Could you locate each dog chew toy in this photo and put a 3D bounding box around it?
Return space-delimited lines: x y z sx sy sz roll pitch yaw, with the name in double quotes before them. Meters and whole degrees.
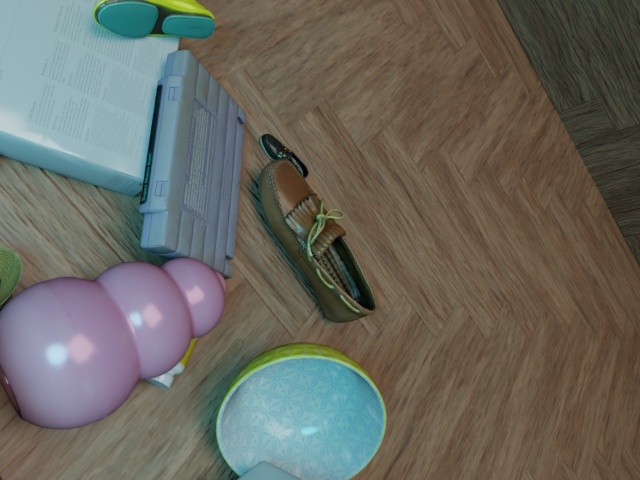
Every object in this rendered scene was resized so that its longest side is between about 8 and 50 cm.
"dog chew toy" -0.285 0.124 0.775 0.331 0.206 0.207 -26 95 -37

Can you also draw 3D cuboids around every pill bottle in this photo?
"pill bottle" -0.251 0.186 0.892 0.065 0.065 0.116 37 56 -27

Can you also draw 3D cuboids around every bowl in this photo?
"bowl" -0.037 0.293 0.963 0.289 0.289 0.156 50 8 -18

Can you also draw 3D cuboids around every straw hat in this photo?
"straw hat" -0.469 0.081 0.732 0.061 0.144 0.145 80 32 -48

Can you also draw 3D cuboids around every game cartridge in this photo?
"game cartridge" -0.219 -0.127 0.947 0.230 0.068 0.356 36 52 -60

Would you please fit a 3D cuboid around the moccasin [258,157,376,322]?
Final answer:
"moccasin" -0.002 0.001 1.104 0.139 0.147 0.380 -31 98 -42

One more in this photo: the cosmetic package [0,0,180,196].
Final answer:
"cosmetic package" -0.399 -0.296 0.882 0.284 0.097 0.378 20 65 -38

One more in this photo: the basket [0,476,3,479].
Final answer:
"basket" -0.438 0.215 0.564 0.213 0.299 0.223 38 56 -27

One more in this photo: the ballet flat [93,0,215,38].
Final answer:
"ballet flat" -0.288 -0.392 0.907 0.230 0.077 0.077 -15 66 -46

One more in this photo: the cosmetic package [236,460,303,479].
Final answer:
"cosmetic package" -0.088 0.584 0.703 0.393 0.327 0.330 -24 108 -42

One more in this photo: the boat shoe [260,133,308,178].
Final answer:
"boat shoe" -0.078 -0.186 1.166 0.133 0.042 0.049 48 54 -18
